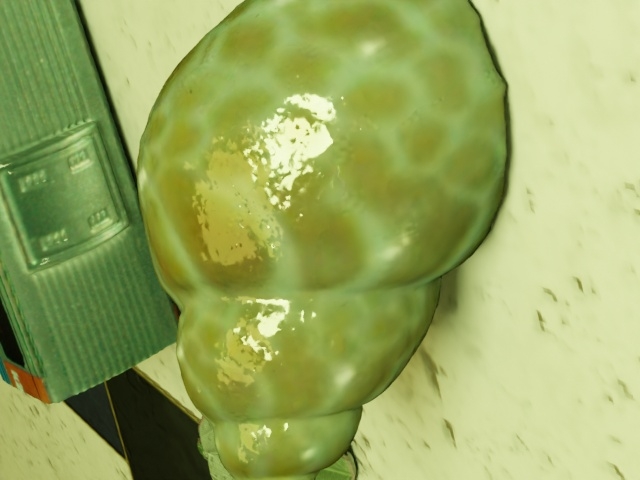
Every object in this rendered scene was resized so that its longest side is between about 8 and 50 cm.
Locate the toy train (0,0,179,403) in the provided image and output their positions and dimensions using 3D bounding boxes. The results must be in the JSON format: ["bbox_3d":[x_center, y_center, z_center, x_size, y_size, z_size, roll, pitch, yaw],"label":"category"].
[{"bbox_3d":[-0.166,-0.121,0.675,0.089,0.086,0.409,18,128,55],"label":"toy train"}]

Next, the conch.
[{"bbox_3d":[-0.007,-0.012,0.469,0.116,0.106,0.173,36,132,13],"label":"conch"}]

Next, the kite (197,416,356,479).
[{"bbox_3d":[-0.001,0.138,0.691,0.267,0.013,0.323,21,132,55],"label":"kite"}]
